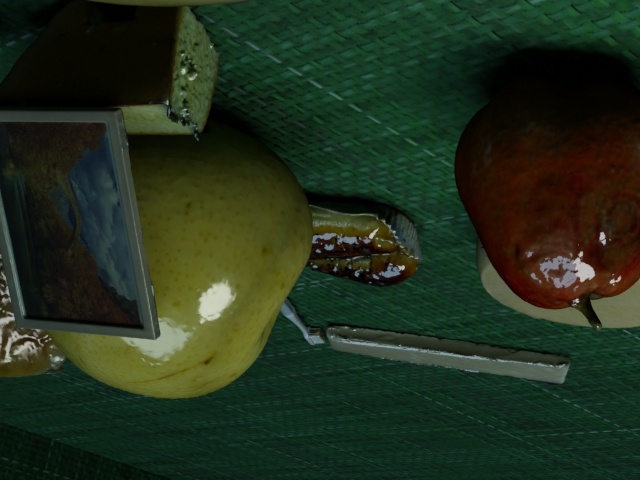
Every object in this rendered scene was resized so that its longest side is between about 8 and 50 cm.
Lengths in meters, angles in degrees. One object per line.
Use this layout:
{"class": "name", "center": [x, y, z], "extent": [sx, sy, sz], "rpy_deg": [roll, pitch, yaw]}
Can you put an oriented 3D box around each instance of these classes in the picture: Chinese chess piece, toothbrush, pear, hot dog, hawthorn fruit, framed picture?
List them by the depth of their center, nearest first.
{"class": "hawthorn fruit", "center": [0.245, -0.036, 1.404], "extent": [0.224, 0.261, 0.224], "rpy_deg": [3, 161, 1]}
{"class": "framed picture", "center": [-0.262, -0.017, 1.453], "extent": [0.184, 0.250, 0.016], "rpy_deg": [4, -157, 26]}
{"class": "pear", "center": [-0.181, 0.015, 1.636], "extent": [0.348, 0.348, 0.348], "rpy_deg": [9, 159, 3]}
{"class": "Chinese chess piece", "center": [0.325, 0.021, 1.735], "extent": [0.273, 0.102, 0.273], "rpy_deg": [10, 159, 4]}
{"class": "hot dog", "center": [0.000, 0.000, 1.861], "extent": [0.270, 0.082, 0.162], "rpy_deg": [5, 157, 15]}
{"class": "toothbrush", "center": [-0.054, 0.104, 2.231], "extent": [0.030, 0.025, 0.342], "rpy_deg": [-4, 156, 17]}

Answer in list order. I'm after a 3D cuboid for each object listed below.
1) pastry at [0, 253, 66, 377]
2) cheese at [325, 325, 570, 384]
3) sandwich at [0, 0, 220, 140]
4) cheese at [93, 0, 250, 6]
{"class": "pastry", "center": [-0.419, 0.030, 1.853], "extent": [0.329, 0.330, 0.136], "rpy_deg": [23, -178, -31]}
{"class": "cheese", "center": [0.207, 0.185, 2.316], "extent": [0.400, 0.034, 0.085], "rpy_deg": [7, 155, 8]}
{"class": "sandwich", "center": [-0.228, -0.172, 1.461], "extent": [0.235, 0.128, 0.122], "rpy_deg": [2, 162, 22]}
{"class": "cheese", "center": [-0.188, -0.276, 1.167], "extent": [0.315, 0.128, 0.259], "rpy_deg": [5, 161, 17]}
